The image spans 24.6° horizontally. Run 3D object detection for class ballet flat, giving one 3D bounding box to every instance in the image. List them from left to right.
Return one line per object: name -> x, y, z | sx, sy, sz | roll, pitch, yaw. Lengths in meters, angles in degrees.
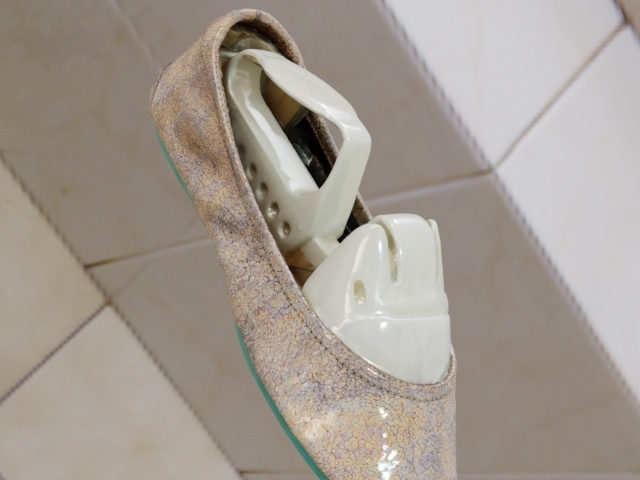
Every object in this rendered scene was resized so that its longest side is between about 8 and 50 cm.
ballet flat -> 0.000, 0.000, 0.753 | 0.107, 0.106, 0.316 | 2, 48, -46
